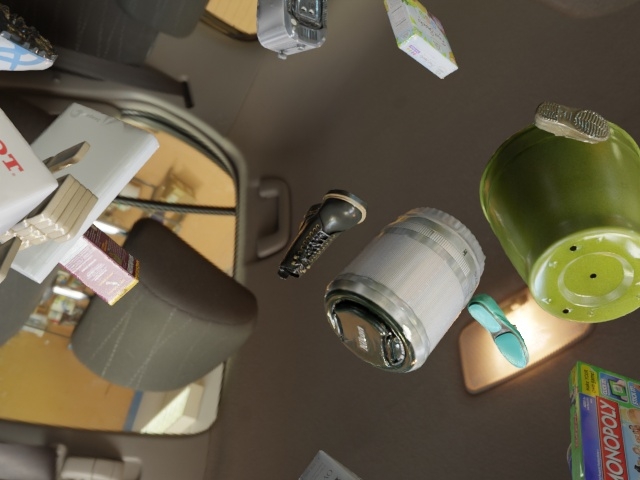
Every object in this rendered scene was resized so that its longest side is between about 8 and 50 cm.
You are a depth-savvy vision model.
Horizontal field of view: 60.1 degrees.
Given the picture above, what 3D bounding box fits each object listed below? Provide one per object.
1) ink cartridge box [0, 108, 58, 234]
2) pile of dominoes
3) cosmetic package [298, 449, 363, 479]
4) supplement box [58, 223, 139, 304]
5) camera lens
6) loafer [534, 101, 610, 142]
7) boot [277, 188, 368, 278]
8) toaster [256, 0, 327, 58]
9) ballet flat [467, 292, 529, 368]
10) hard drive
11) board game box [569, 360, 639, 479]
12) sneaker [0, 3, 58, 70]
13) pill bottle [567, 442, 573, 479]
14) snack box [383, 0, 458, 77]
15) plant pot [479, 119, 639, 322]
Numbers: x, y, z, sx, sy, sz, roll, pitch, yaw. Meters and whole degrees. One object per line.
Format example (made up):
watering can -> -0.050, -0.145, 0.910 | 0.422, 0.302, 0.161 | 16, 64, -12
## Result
ink cartridge box -> -0.274, -0.038, 0.249 | 0.100, 0.172, 0.237 | -29, -167, 24
pile of dominoes -> -0.346, -0.001, 0.593 | 0.251, 0.040, 0.196 | -14, -137, 31
cosmetic package -> 0.028, 0.485, 0.824 | 0.224, 0.138, 0.224 | -52, -148, -14
supplement box -> -0.472, 0.031, 1.141 | 0.081, 0.188, 0.104 | -42, -153, 2
camera lens -> 0.158, 0.093, 1.050 | 0.274, 0.219, 0.219 | -44, -170, -31
loafer -> 0.483, -0.226, 1.069 | 0.050, 0.148, 0.056 | 93, 20, -79
boot -> 0.000, 0.000, 0.914 | 0.137, 0.077, 0.198 | -59, -172, -19
toaster -> -0.070, -0.553, 1.312 | 0.146, 0.129, 0.227 | -2, -92, 49
ballet flat -> 0.517, 0.246, 1.567 | 0.083, 0.247, 0.087 | -36, -175, 47
hard drive -> -0.448, -0.095, 0.942 | 0.307, 0.203, 0.040 | -58, 159, -24
board game box -> 0.511, 0.345, 0.872 | 0.317, 0.213, 0.046 | -56, 161, -53
sneaker -> -0.347, -0.179, 0.485 | 0.086, 0.085, 0.237 | -48, 167, 24
pill bottle -> 0.501, 0.426, 0.958 | 0.112, 0.112, 0.186 | -59, 174, 18
snack box -> 0.162, -0.333, 0.891 | 0.037, 0.141, 0.100 | -26, -112, 35
plant pot -> 0.545, -0.024, 1.181 | 0.366, 0.366, 0.353 | -50, -164, 35
